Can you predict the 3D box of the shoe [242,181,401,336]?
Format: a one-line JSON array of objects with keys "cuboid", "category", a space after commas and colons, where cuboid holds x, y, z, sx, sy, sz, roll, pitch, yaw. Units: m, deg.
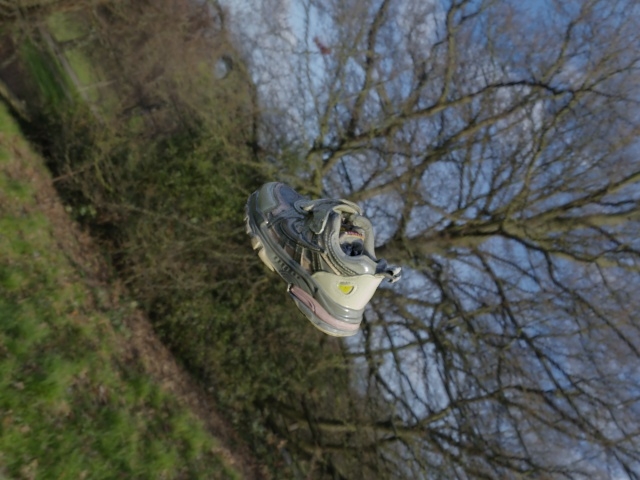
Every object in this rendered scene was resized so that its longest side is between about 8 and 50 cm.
[{"cuboid": [0.000, 0.000, 0.686, 0.089, 0.092, 0.180, 6, 45, -56], "category": "shoe"}]
